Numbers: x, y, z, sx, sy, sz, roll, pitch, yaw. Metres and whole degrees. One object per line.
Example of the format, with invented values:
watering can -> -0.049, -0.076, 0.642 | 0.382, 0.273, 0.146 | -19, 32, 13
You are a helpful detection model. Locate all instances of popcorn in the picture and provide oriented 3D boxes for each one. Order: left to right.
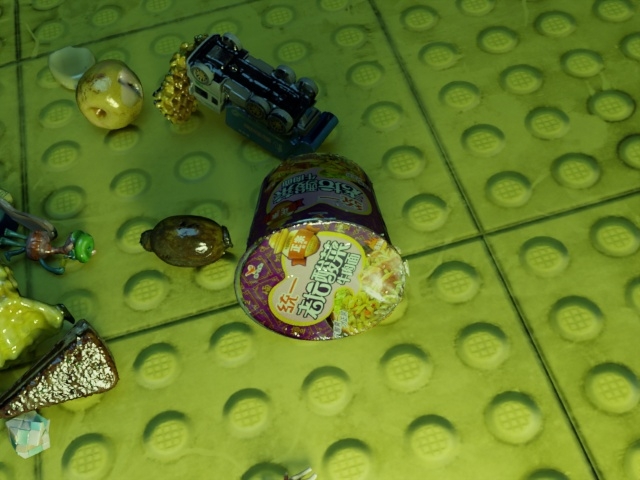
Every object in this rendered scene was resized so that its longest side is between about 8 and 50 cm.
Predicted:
popcorn -> -0.700, 0.155, 1.721 | 0.293, 0.293, 0.237 | 28, 65, 26

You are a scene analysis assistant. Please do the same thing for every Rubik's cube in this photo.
Rubik's cube -> -0.560, 0.377, 1.641 | 0.084, 0.075, 0.073 | -35, 54, -18

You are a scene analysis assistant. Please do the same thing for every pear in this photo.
pear -> -0.529, -0.373, 2.142 | 0.178, 0.178, 0.178 | -4, 53, 5

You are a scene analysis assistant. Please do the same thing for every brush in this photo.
brush -> -0.736, -0.082, 2.021 | 0.312, 0.072, 0.067 | 22, 46, 22

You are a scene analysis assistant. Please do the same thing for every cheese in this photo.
cheese -> -0.645, -0.433, 2.278 | 0.127, 0.050, 0.255 | -25, 56, -12

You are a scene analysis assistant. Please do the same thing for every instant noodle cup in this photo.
instant noodle cup -> 0.000, 0.000, 1.713 | 0.339, 0.340, 0.266 | -6, 42, 4

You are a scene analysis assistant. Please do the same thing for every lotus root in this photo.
lotus root -> -0.296, 0.003, 1.854 | 0.209, 0.120, 0.120 | -1, 53, 5

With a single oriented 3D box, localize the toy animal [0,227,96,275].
toy animal -> -0.616, 0.024, 1.911 | 0.208, 0.100, 0.103 | 5, 76, 2

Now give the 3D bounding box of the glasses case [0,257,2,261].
glasses case -> -0.863, 0.102, 1.892 | 0.314, 0.075, 0.122 | -15, 50, -3

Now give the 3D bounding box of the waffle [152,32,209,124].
waffle -> -0.325, -0.394, 2.082 | 0.051, 0.231, 0.229 | 25, 83, 9

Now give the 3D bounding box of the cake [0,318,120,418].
cake -> -0.514, 0.288, 1.681 | 0.246, 0.135, 0.112 | -44, 19, -8

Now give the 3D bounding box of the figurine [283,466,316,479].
figurine -> -0.056, 0.450, 1.531 | 0.109, 0.047, 0.064 | -27, 47, -23

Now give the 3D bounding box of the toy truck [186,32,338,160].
toy truck -> -0.141, -0.329, 1.999 | 0.367, 0.175, 0.146 | 34, 61, 7

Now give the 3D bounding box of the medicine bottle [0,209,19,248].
medicine bottle -> -0.841, -0.053, 1.995 | 0.258, 0.124, 0.079 | 9, 62, 30
